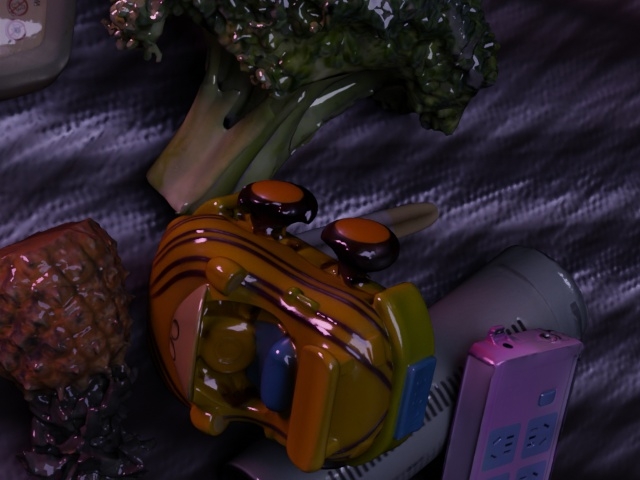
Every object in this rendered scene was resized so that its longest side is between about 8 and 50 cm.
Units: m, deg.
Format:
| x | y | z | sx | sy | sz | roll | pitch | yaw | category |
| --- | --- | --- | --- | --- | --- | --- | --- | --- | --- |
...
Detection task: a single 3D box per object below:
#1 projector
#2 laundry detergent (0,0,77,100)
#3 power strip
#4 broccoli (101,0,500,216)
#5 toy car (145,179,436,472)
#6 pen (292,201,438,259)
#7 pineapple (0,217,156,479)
| x | y | z | sx | sy | sz | roll | pitch | yaw | category |
| --- | --- | --- | --- | --- | --- | --- | --- | --- | --- |
| 0.076 | 0.134 | 1.299 | 0.337 | 0.108 | 0.108 | -36 | 101 | -24 | projector |
| -0.313 | -0.202 | 1.153 | 0.253 | 0.091 | 0.181 | 8 | 81 | -24 | laundry detergent |
| 0.147 | 0.199 | 1.296 | 0.109 | 0.037 | 0.279 | -9 | 118 | -39 | power strip |
| -0.026 | -0.182 | 1.231 | 0.375 | 0.302 | 0.249 | 7 | 58 | -52 | broccoli |
| -0.041 | 0.073 | 1.143 | 0.142 | 0.247 | 0.200 | -18 | 124 | -46 | toy car |
| 0.000 | 0.000 | 1.319 | 0.233 | 0.032 | 0.040 | -17 | 69 | -27 | pen |
| -0.185 | 0.113 | 1.176 | 0.128 | 0.128 | 0.248 | -19 | 99 | -26 | pineapple |
